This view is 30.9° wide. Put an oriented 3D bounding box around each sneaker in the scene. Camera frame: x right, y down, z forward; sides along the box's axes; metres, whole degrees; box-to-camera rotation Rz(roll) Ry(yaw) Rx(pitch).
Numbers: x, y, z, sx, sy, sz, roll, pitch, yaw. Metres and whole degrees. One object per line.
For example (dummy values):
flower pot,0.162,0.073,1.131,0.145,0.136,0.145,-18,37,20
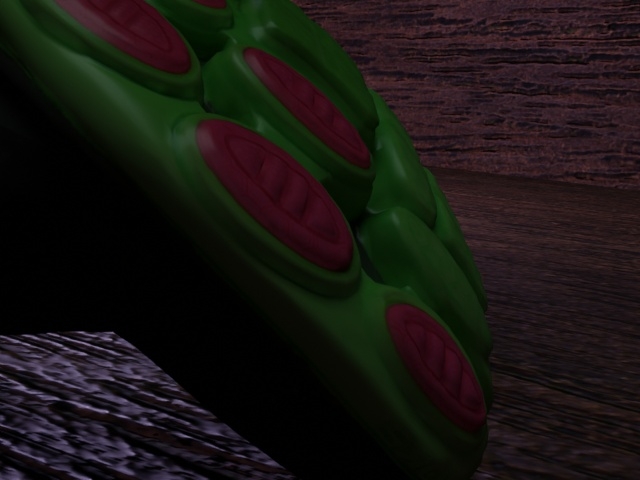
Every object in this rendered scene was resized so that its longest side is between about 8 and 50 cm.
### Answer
sneaker,-0.151,-0.042,0.444,0.482,0.202,0.185,30,28,4
